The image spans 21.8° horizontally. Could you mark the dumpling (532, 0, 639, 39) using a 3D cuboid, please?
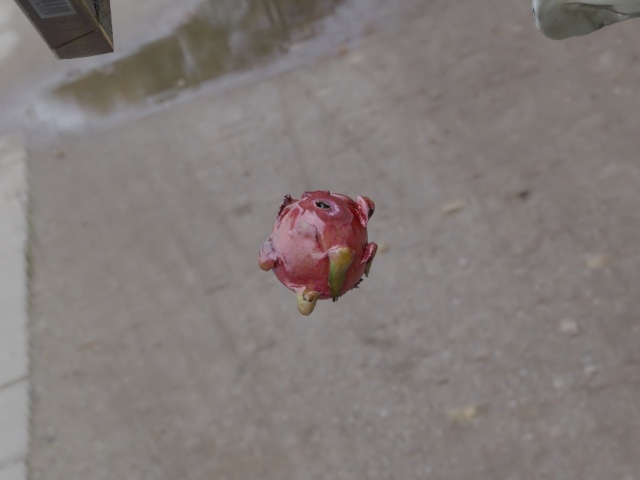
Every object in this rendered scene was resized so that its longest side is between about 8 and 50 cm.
[{"bbox_3d":[0.271,-0.275,1.441,0.247,0.172,0.142,-52,52,13],"label":"dumpling"}]

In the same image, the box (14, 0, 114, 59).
[{"bbox_3d":[-0.263,-0.291,1.628,0.071,0.159,0.240,-10,-14,4],"label":"box"}]

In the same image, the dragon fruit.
[{"bbox_3d":[0.000,-0.004,1.599,0.112,0.068,0.126,40,57,18],"label":"dragon fruit"}]
